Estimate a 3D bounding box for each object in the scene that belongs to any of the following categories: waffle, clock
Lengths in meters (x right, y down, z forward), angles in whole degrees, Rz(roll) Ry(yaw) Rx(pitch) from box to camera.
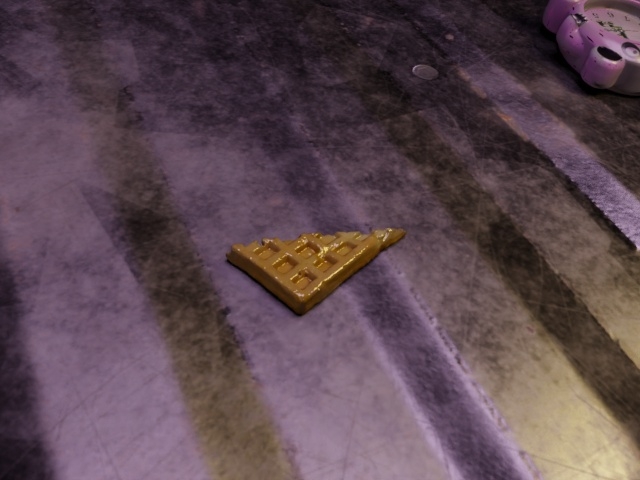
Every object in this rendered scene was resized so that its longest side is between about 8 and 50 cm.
[{"bbox_3d":[0.000,0.000,0.774,0.125,0.032,0.191,34,48,24],"label":"waffle"},{"bbox_3d":[0.526,-0.353,1.156,0.228,0.090,0.247,3,48,-7],"label":"clock"}]
